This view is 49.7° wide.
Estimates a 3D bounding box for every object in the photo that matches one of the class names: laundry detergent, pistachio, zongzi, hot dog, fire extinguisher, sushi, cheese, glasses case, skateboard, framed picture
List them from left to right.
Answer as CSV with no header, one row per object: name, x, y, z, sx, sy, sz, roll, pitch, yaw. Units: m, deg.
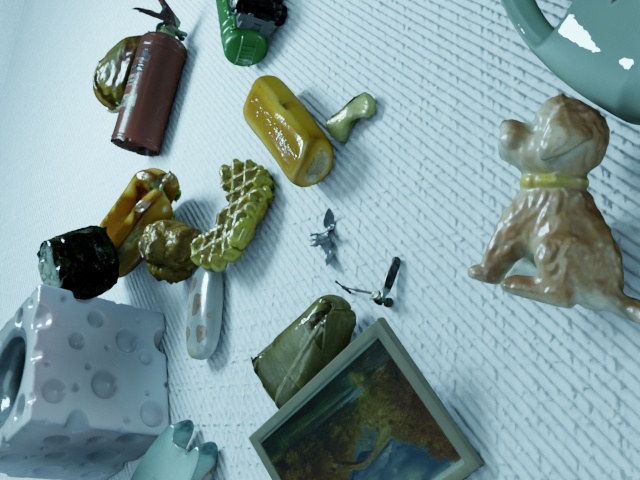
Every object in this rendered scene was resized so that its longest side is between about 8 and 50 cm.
sushi,-0.441,0.051,1.267,0.225,0.127,0.124,-30,79,60
pistachio,-0.445,-0.392,1.597,0.165,0.130,0.210,28,88,55
hot dog,-0.346,-0.031,1.327,0.337,0.100,0.135,-39,49,48
fire extinguisher,-0.367,-0.359,1.468,0.106,0.147,0.337,6,80,38
glasses case,-0.188,0.112,1.122,0.063,0.041,0.164,-26,54,40
zongzi,0.004,0.171,0.839,0.160,0.078,0.176,-49,51,28
cheese,0.044,-0.173,0.976,0.083,0.030,0.044,-34,71,32
framed picture,0.036,0.231,0.764,0.250,0.016,0.184,-46,65,28
skateboard,0.060,0.047,0.862,0.083,0.032,0.064,3,67,49
laundry detergent,0.291,-0.228,0.626,0.263,0.124,0.398,-28,56,40

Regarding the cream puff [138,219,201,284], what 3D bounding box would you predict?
cream puff,-0.258,0.022,1.193,0.122,0.115,0.094,-35,35,57

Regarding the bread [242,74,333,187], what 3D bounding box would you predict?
bread,-0.047,-0.166,1.048,0.093,0.073,0.239,-60,38,23

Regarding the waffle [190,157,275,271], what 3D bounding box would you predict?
waffle,-0.143,-0.041,1.118,0.149,0.051,0.194,18,81,52

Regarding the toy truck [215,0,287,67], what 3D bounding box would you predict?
toy truck,-0.140,-0.437,1.267,0.125,0.101,0.243,-47,44,45

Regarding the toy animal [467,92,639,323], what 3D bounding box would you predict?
toy animal,0.234,-0.032,0.603,0.183,0.104,0.185,18,95,51

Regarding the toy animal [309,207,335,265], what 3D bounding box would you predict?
toy animal,0.000,-0.001,0.953,0.050,0.028,0.084,-13,63,38

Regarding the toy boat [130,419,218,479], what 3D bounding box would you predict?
toy boat,-0.223,0.380,1.038,0.134,0.078,0.208,20,79,45

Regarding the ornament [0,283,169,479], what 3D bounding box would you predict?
ornament,-0.427,0.256,1.192,0.239,0.239,0.240,-38,48,33
